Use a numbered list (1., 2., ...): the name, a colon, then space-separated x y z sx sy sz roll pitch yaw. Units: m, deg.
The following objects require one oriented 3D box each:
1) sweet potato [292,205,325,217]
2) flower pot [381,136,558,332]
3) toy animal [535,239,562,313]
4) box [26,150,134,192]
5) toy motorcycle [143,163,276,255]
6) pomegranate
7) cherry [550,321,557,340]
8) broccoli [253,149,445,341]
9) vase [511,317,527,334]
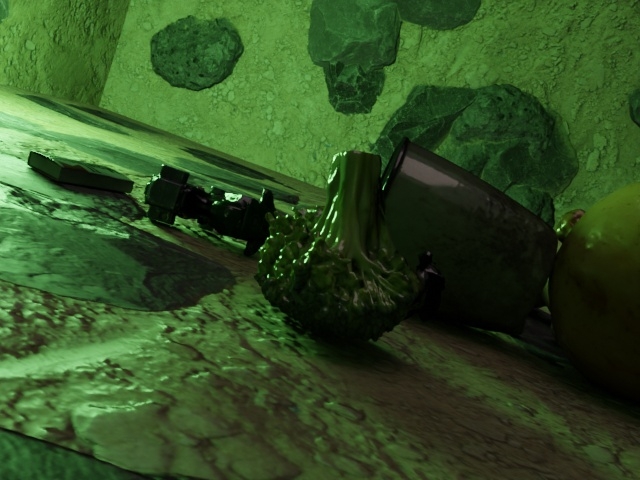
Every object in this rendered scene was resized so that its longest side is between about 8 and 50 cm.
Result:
1. sweet potato: -0.001 -0.035 1.445 0.244 0.077 0.077 -15 -18 40
2. flower pot: 0.236 0.005 1.301 0.330 0.293 0.293 23 8 -1
3. toy animal: 0.589 0.103 1.756 0.237 0.269 0.326 8 47 -47
4. box: -0.475 -0.136 1.413 0.115 0.035 0.177 25 9 32
5. toy motorcycle: -0.188 -0.054 1.277 0.275 0.124 0.187 17 -2 -6
6. pomegranate: 0.554 0.074 1.206 0.410 0.410 0.410 19 8 -3
7. cherry: 0.553 0.194 1.499 0.107 0.090 0.225 6 -11 32
8. broccoli: 0.044 0.005 0.928 0.247 0.243 0.263 7 1 6
9. vase: 0.361 0.151 1.423 0.101 0.053 0.053 17 7 13
